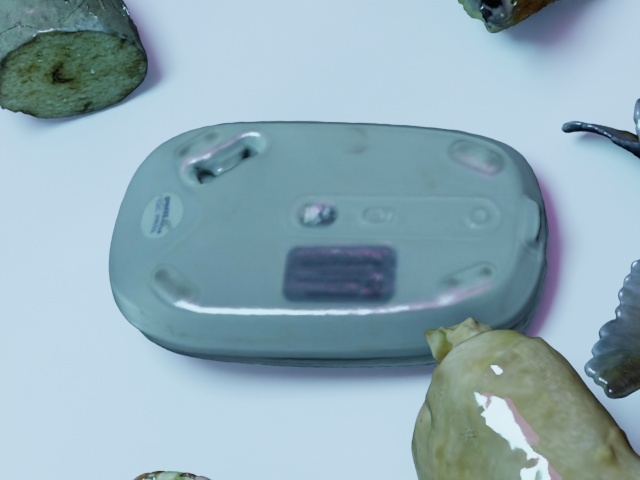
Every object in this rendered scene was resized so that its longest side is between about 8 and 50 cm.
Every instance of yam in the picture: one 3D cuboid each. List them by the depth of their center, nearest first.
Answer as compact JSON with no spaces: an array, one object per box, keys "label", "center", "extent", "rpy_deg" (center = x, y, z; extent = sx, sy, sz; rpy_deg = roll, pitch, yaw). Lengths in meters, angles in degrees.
[{"label":"yam","center":[-0.262,-0.220,1.170],"extent":[0.154,0.154,0.254],"rpy_deg":[-31,61,3]}]

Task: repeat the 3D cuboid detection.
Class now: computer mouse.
[{"label":"computer mouse","center":[0.002,0.003,0.983],"extent":[0.331,0.095,0.197],"rpy_deg":[3,66,13]}]

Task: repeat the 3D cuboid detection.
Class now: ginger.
[{"label":"ginger","center":[0.148,0.155,0.822],"extent":[0.267,0.138,0.152],"rpy_deg":[36,59,20]}]

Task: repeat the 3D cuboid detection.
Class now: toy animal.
[{"label":"toy animal","center":[0.259,-0.014,0.846],"extent":[0.197,0.160,0.272],"rpy_deg":[12,52,2]}]

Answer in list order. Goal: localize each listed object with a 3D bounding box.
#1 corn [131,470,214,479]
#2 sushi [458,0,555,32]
[{"label":"corn","center":[-0.017,0.217,0.876],"extent":[0.280,0.092,0.092],"rpy_deg":[9,67,23]},{"label":"sushi","center":[0.133,-0.277,1.021],"extent":[0.139,0.184,0.274],"rpy_deg":[-29,59,6]}]
